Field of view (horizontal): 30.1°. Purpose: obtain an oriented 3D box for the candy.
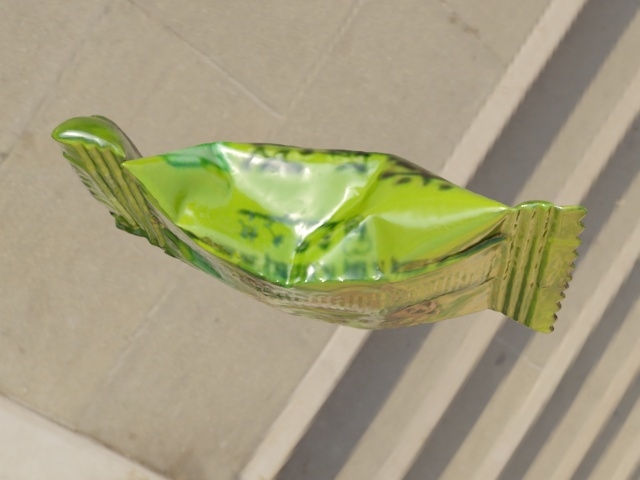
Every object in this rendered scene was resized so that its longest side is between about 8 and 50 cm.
[{"bbox_3d":[0.000,0.000,0.569,0.247,0.149,0.069,7,72,4],"label":"candy"}]
